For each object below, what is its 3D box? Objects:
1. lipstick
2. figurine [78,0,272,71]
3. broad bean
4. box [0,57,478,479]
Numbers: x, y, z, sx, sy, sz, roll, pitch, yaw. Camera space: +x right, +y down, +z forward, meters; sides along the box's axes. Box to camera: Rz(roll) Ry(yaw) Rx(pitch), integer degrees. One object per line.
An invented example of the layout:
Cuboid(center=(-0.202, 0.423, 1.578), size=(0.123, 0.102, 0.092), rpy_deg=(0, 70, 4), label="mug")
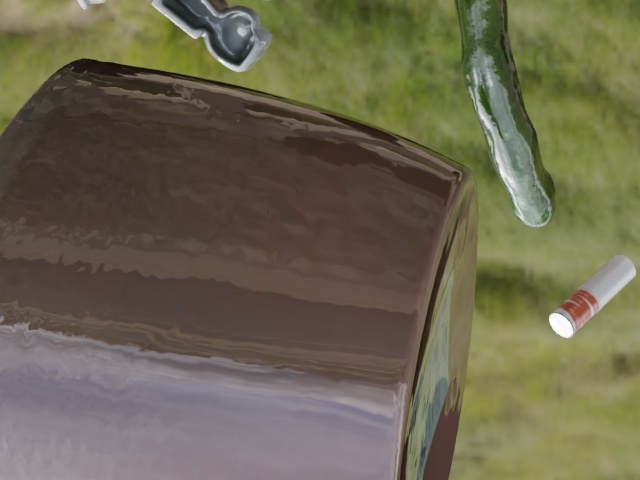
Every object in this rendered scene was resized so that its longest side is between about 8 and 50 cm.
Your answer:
Cuboid(center=(0.339, 0.068, 1.887), size=(0.038, 0.130, 0.038), rpy_deg=(35, 148, 27), label="lipstick")
Cuboid(center=(-0.125, -0.346, 1.521), size=(0.285, 0.167, 0.342), rpy_deg=(-2, 123, 15), label="figurine")
Cuboid(center=(0.162, -0.117, 1.323), size=(0.049, 0.144, 0.292), rpy_deg=(-13, 125, 14), label="broad bean")
Cuboid(center=(-0.044, 0.068, 0.756), size=(0.216, 0.301, 0.301), rpy_deg=(9, 160, 13), label="box")
